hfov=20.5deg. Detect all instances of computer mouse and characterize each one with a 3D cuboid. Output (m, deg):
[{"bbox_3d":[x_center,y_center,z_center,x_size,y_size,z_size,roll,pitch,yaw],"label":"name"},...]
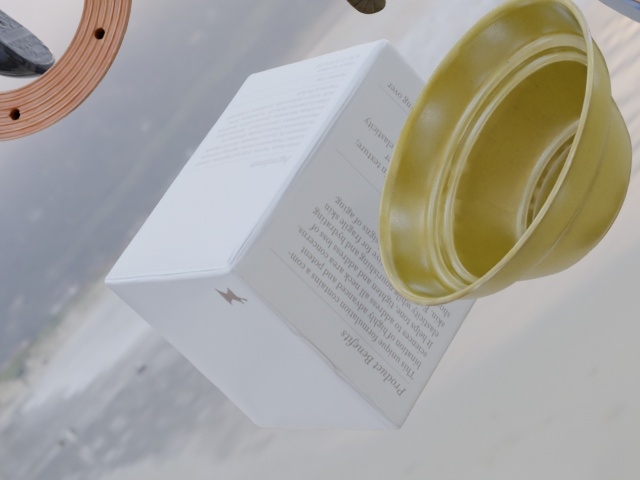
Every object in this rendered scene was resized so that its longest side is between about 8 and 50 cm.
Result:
[{"bbox_3d":[-0.450,-0.295,2.314,0.060,0.262,0.184,-51,3,21],"label":"computer mouse"}]

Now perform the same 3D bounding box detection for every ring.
[{"bbox_3d":[-0.369,-0.280,2.080,0.336,0.336,0.032,-47,-20,10],"label":"ring"}]

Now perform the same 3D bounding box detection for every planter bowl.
[{"bbox_3d":[0.136,-0.044,1.139,0.217,0.090,0.217,-44,33,39],"label":"planter bowl"}]

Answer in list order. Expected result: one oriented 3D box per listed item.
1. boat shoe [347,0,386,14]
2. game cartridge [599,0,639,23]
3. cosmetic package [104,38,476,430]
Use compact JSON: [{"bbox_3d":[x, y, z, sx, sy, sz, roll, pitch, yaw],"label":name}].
[{"bbox_3d":[0.027,-0.329,2.066,0.056,0.152,0.049,-19,42,22],"label":"boat shoe"},{"bbox_3d":[0.373,-0.272,1.678,0.198,0.297,0.062,-48,30,45],"label":"game cartridge"},{"bbox_3d":[0.000,0.000,2.339,0.327,0.329,0.393,-6,44,54],"label":"cosmetic package"}]
